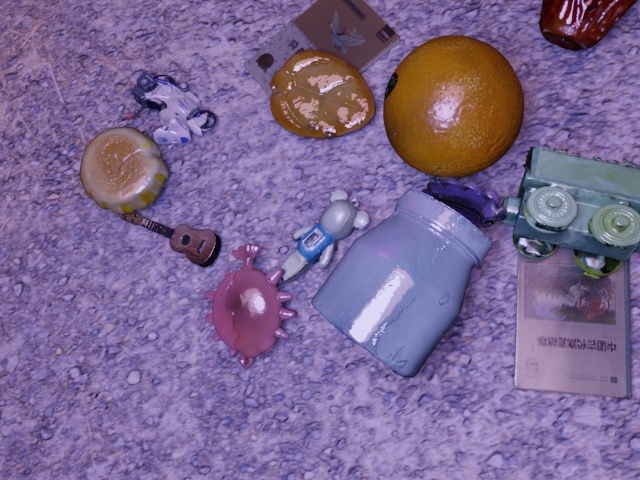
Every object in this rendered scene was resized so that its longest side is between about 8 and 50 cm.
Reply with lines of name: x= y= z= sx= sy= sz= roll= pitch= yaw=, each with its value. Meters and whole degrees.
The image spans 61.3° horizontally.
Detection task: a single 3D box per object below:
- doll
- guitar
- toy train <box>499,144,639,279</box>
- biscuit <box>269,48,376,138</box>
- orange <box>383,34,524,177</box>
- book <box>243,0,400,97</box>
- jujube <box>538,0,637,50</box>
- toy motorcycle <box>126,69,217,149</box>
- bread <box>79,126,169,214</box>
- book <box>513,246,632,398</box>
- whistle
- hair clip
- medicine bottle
doll: x=-0.155 y=0.138 z=1.150 sx=0.211 sy=0.093 sz=0.261 roll=-7 pitch=86 yaw=18
guitar: x=-0.352 y=-0.017 z=1.253 sx=0.271 sy=0.038 sz=0.083 roll=21 pitch=80 yaw=20
toy train: x=0.481 y=-0.056 z=1.011 sx=0.272 sy=0.159 sz=0.188 roll=15 pitch=66 yaw=16
biscuit: x=0.003 y=-0.324 z=1.209 sx=0.260 sy=0.041 sz=0.203 roll=25 pitch=86 yaw=17
orange: x=0.255 y=-0.258 z=1.050 sx=0.274 sy=0.274 sz=0.274 roll=-2 pitch=79 yaw=12
book: x=-0.002 y=-0.439 z=1.262 sx=0.310 sy=0.021 sz=0.217 roll=-40 pitch=74 yaw=3
jujube: x=0.558 y=-0.531 z=1.076 sx=0.197 sy=0.197 sz=0.290 roll=29 pitch=102 yaw=16
toy motorcycle: x=-0.363 y=-0.308 z=1.284 sx=0.221 sy=0.102 sz=0.150 roll=41 pitch=70 yaw=13
bread: x=-0.459 y=-0.160 z=1.267 sx=0.213 sy=0.105 sz=0.213 roll=-1 pitch=75 yaw=3
book: x=0.485 y=0.151 z=1.045 sx=0.215 sy=0.025 sz=0.282 roll=2 pitch=78 yaw=11
whistle: x=0.000 y=0.000 z=1.157 sx=0.235 sy=0.077 sz=0.114 roll=-47 pitch=67 yaw=7
hair clip: x=0.276 y=-0.065 z=1.059 sx=0.052 sy=0.124 sz=0.195 roll=-44 pitch=37 yaw=-19
medicine bottle: x=0.159 y=0.072 z=1.016 sx=0.245 sy=0.245 sz=0.290 roll=37 pitch=90 yaw=16
